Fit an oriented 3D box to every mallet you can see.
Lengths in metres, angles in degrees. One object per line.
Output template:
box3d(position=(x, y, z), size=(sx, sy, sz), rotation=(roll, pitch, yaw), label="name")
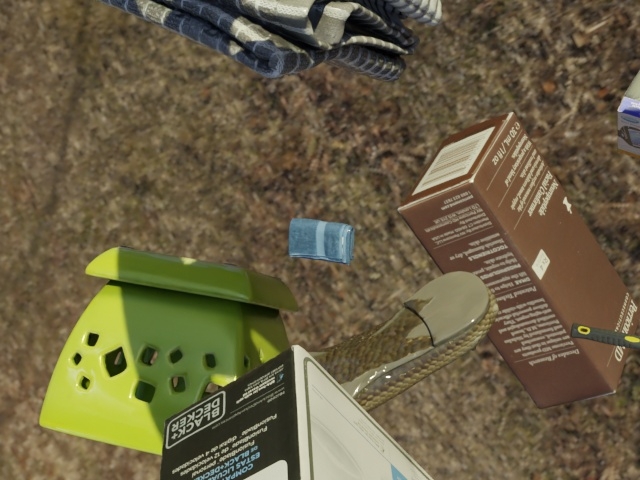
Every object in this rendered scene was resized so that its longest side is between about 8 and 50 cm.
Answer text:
box3d(position=(0.383, 0.130, 1.159), size=(0.189, 0.062, 0.039), rotation=(3, 152, 18), label="mallet")

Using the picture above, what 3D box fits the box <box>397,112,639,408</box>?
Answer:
box3d(position=(0.292, 0.033, 1.437), size=(0.143, 0.191, 0.381), rotation=(-21, 113, 40), label="box")

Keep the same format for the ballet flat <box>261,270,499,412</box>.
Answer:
box3d(position=(0.028, 0.107, 0.788), size=(0.084, 0.249, 0.058), rotation=(60, -179, 40), label="ballet flat")

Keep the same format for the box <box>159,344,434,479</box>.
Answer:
box3d(position=(0.009, 0.205, 0.422), size=(0.087, 0.290, 0.169), rotation=(-31, 121, 18), label="box")

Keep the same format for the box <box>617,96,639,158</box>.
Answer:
box3d(position=(0.452, -0.151, 1.391), size=(0.081, 0.028, 0.136), rotation=(23, 163, 23), label="box")

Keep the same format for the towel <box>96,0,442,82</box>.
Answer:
box3d(position=(-0.068, -0.213, 0.822), size=(0.283, 0.235, 0.121), rotation=(26, 101, 24), label="towel")

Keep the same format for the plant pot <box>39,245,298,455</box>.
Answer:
box3d(position=(-0.149, 0.126, 1.140), size=(0.227, 0.228, 0.207), rotation=(8, 84, 15), label="plant pot")

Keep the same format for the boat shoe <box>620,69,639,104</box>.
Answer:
box3d(position=(0.533, -0.227, 1.418), size=(0.099, 0.116, 0.319), rotation=(33, 168, -7), label="boat shoe")

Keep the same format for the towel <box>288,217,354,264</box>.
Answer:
box3d(position=(0.000, 0.000, 1.659), size=(0.119, 0.029, 0.067), rotation=(8, 104, 32), label="towel")
